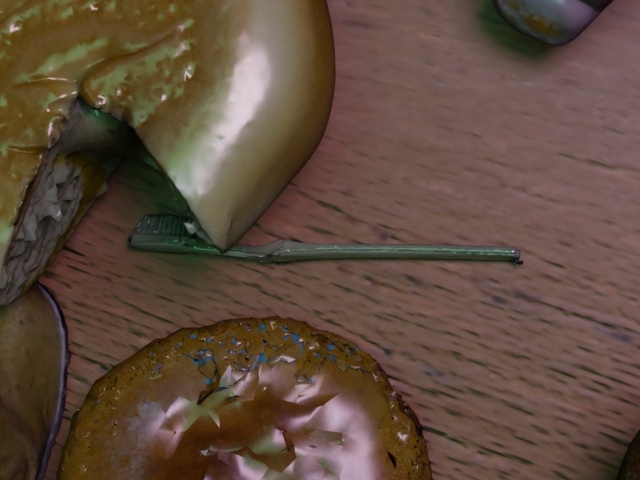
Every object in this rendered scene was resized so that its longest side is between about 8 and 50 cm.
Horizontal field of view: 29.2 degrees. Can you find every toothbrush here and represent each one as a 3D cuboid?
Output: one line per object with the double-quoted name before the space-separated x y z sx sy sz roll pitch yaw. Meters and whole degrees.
"toothbrush" 0.000 0.006 0.900 0.294 0.026 0.028 6 75 11

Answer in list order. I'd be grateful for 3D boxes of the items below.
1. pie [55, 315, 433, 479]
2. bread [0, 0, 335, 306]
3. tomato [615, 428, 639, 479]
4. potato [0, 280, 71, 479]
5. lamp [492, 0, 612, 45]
"pie" -0.050 0.171 0.863 0.273 0.069 0.273 2 71 -6
"bread" -0.153 -0.114 0.857 0.333 0.160 0.333 -1 81 6
"tomato" 0.302 0.227 0.715 0.304 0.303 0.239 18 121 10
"potato" -0.335 0.131 0.877 0.300 0.196 0.246 -37 85 6
"lamp" 0.129 -0.311 0.805 0.301 0.247 0.247 43 66 2
